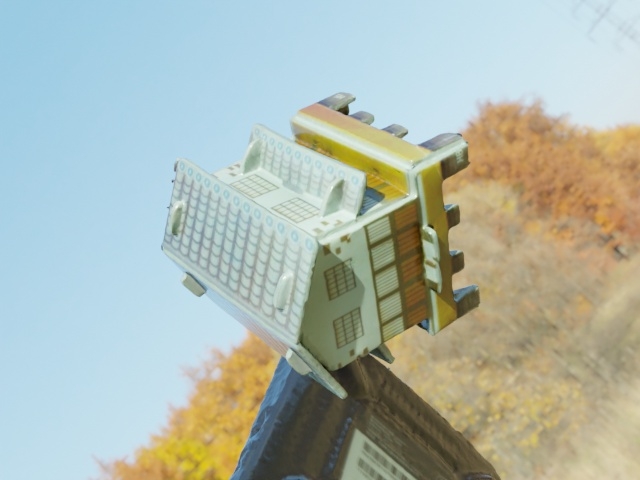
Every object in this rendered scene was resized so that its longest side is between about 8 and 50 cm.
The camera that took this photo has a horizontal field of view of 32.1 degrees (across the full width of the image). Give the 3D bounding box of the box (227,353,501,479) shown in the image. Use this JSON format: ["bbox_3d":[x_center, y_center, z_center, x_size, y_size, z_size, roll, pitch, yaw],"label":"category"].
[{"bbox_3d":[0.063,0.298,1.205,0.091,0.359,0.350,-40,15,32],"label":"box"}]

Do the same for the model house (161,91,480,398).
[{"bbox_3d":[0.000,0.000,1.000,0.215,0.224,0.198,-26,-55,-28],"label":"model house"}]
